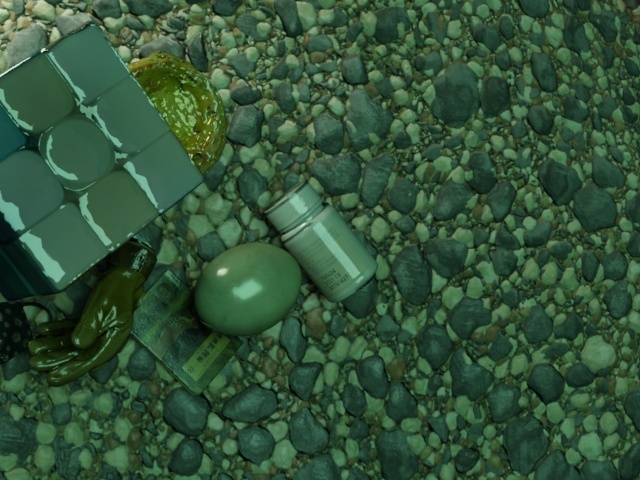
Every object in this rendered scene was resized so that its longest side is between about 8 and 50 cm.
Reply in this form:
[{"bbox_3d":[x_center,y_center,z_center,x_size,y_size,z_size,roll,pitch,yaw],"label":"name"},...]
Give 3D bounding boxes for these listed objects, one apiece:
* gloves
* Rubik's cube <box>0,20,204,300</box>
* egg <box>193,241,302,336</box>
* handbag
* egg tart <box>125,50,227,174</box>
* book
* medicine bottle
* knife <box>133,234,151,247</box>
[{"bbox_3d":[-0.426,0.144,1.789,0.141,0.154,0.331,51,55,-41],"label":"gloves"},{"bbox_3d":[-0.482,-0.127,1.650,0.347,0.344,0.346,-40,104,-28],"label":"Rubik's cube"},{"bbox_3d":[-0.148,0.100,1.924,0.253,0.186,0.186,-29,93,-32],"label":"egg"},{"bbox_3d":[-0.578,0.165,1.771,0.139,0.072,0.115,-17,88,-42],"label":"handbag"},{"bbox_3d":[-0.333,-0.252,1.956,0.291,0.107,0.290,6,79,-30],"label":"egg tart"},{"bbox_3d":[-0.288,0.192,1.928,0.228,0.024,0.160,46,61,-10],"label":"book"},{"bbox_3d":[0.000,0.000,2.045,0.143,0.143,0.258,-42,101,-27],"label":"medicine bottle"},{"bbox_3d":[-0.390,-0.011,1.927,0.027,0.010,0.096,-42,97,-26],"label":"knife"}]
